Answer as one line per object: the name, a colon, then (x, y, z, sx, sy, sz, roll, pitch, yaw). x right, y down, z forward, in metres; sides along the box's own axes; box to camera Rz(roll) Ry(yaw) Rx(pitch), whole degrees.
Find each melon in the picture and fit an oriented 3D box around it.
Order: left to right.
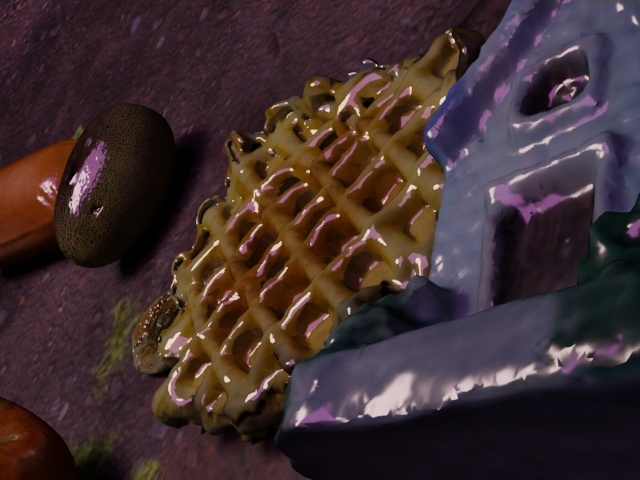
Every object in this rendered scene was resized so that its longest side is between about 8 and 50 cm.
melon: (-0.191, -0.050, 1.139, 0.099, 0.099, 0.162, 2, 69, 55)

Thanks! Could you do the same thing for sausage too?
sausage: (-0.309, -0.032, 1.285, 0.274, 0.105, 0.105, -18, 49, 47)

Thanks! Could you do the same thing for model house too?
model house: (0.194, -0.031, 0.467, 0.295, 0.252, 0.329, -22, 40, 45)

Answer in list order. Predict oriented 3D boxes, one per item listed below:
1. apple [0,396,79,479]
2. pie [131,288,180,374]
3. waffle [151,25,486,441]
apple: (-0.287, 0.215, 0.951, 0.196, 0.196, 0.196, -35, 38, 33)
pie: (-0.130, 0.075, 1.019, 0.085, 0.017, 0.085, -35, 37, 32)
waffle: (0.000, 0.000, 0.856, 0.317, 0.073, 0.297, -23, 43, 44)
